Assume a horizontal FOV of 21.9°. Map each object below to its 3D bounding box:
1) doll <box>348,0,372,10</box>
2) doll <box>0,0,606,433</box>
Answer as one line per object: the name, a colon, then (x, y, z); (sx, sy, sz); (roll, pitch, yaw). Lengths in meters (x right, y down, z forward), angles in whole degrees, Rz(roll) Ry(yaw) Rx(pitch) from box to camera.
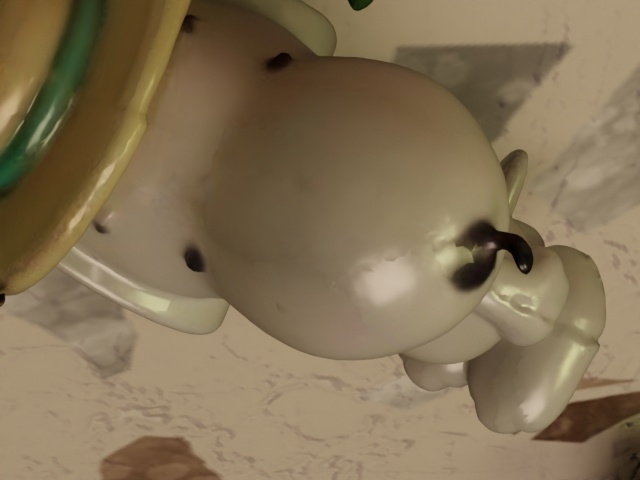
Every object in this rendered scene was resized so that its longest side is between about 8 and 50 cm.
doll: (-0.007, -0.132, 0.498); (0.113, 0.076, 0.078); (41, 114, -14)
doll: (-0.012, -0.006, 0.583); (0.208, 0.144, 0.271); (27, 178, 18)
